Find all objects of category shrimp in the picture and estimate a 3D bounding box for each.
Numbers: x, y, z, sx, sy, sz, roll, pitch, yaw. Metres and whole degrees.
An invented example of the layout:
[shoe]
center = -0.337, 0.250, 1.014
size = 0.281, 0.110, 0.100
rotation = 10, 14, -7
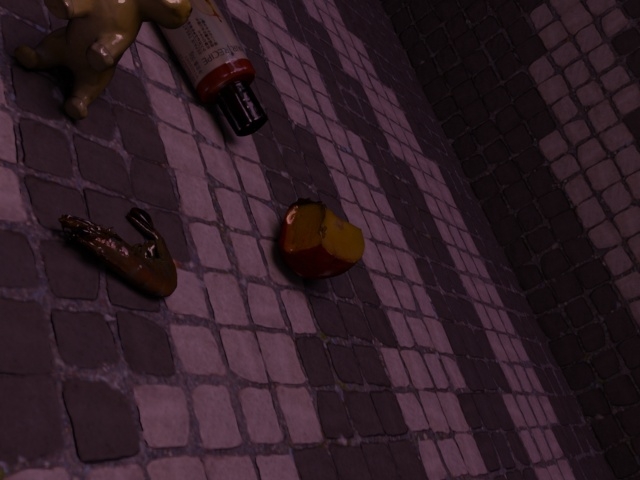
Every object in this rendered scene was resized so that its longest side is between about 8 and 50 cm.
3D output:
[shrimp]
center = -0.231, -0.006, 0.867
size = 0.178, 0.034, 0.124
rotation = 39, 28, -37

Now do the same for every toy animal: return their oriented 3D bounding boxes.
[toy animal]
center = -0.259, -0.260, 0.896
size = 0.121, 0.233, 0.169
rotation = 46, 35, -11

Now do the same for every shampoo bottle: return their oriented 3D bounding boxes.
[shampoo bottle]
center = -0.179, -0.302, 1.220
size = 0.278, 0.104, 0.104
rotation = 60, 25, 5

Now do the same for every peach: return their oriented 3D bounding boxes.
[peach]
center = 0.000, 0.007, 1.173
size = 0.151, 0.118, 0.151
rotation = 30, -4, 2
